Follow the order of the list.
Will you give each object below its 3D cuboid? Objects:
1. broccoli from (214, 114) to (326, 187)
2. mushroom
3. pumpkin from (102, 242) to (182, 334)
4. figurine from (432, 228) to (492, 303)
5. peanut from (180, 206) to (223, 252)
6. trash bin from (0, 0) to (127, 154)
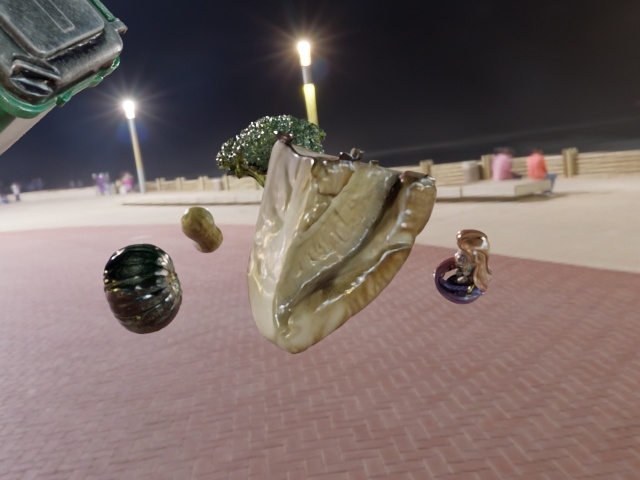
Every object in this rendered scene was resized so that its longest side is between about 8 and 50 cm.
[{"bbox_3d":[-0.062,-0.118,1.497,0.252,0.361,0.221,-23,34,22],"label":"broccoli"},{"bbox_3d":[0.029,0.023,1.244,0.314,0.396,0.224,11,6,-34],"label":"mushroom"},{"bbox_3d":[-0.419,0.113,1.503,0.162,0.220,0.220,-17,7,4],"label":"pumpkin"},{"bbox_3d":[0.308,0.047,1.310,0.114,0.156,0.126,13,26,-19],"label":"figurine"},{"bbox_3d":[-0.342,-0.027,1.843,0.098,0.103,0.229,-21,-26,-4],"label":"peanut"},{"bbox_3d":[-0.506,-0.250,0.932,0.381,0.259,0.295,-31,19,30],"label":"trash bin"}]
